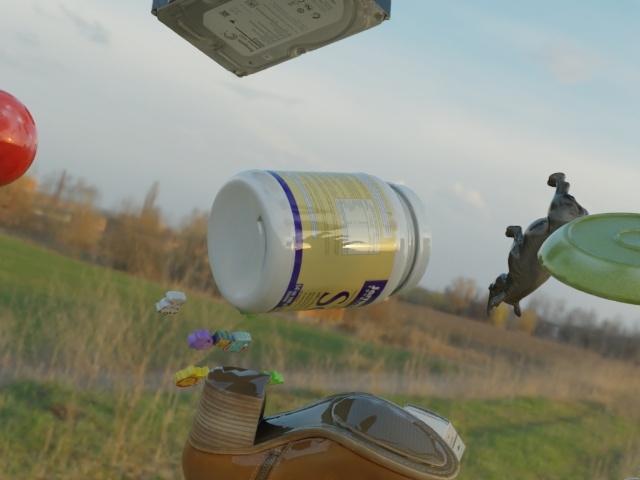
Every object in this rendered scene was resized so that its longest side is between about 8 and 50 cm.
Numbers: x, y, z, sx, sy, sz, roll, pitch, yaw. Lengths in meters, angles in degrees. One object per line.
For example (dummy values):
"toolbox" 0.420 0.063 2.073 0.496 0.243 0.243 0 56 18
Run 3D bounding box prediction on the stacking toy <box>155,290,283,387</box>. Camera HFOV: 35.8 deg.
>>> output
"stacking toy" -0.178 0.181 1.749 0.221 0.167 0.052 10 -42 -42

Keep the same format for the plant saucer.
"plant saucer" 0.384 0.013 1.183 0.241 0.037 0.241 1 22 -1

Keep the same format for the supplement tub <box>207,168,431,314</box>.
"supplement tub" 0.000 0.000 1.701 0.331 0.241 0.241 -1 8 -34

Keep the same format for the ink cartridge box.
"ink cartridge box" 0.179 0.400 1.771 0.092 0.158 0.218 19 -16 24

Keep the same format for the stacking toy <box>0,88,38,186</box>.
"stacking toy" -0.368 -0.013 0.802 0.141 0.330 0.141 31 -29 19

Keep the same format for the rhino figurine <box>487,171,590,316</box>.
"rhino figurine" 0.312 0.024 1.464 0.073 0.243 0.106 20 31 -22

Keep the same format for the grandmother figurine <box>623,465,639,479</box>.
"grandmother figurine" 0.567 0.281 1.350 0.208 0.342 0.104 13 44 -33

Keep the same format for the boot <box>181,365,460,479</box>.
"boot" -0.012 0.269 1.034 0.283 0.220 0.109 12 20 5

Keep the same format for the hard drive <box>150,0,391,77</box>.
"hard drive" -0.084 -0.394 1.656 0.339 0.064 0.237 -13 -30 35
